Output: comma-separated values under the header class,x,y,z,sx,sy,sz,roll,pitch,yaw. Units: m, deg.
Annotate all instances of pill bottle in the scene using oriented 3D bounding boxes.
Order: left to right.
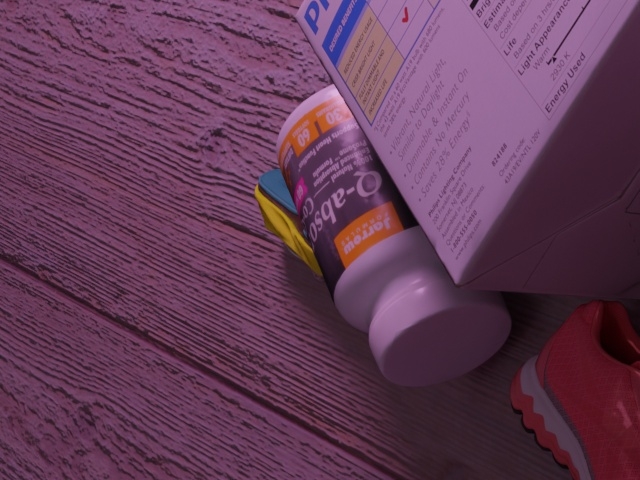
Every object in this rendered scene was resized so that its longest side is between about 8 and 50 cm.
class,x,y,z,sx,sy,sz,roll,pitch,yaw
pill bottle,0.072,-0.010,1.885,0.162,0.162,0.278,-52,46,37

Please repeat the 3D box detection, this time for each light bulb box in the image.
class,x,y,z,sx,sy,sz,roll,pitch,yaw
light bulb box,0.203,-0.200,1.671,0.358,0.225,0.361,-59,42,32

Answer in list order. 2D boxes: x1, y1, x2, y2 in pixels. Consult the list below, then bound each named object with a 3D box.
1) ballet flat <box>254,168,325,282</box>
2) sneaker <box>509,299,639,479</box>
class,x,y,z,sx,sy,sz,roll,pitch,yaw
ballet flat,0.000,0.000,2.072,0.231,0.077,0.077,41,140,52
sneaker,0.269,0.168,1.628,0.136,0.116,0.314,-62,41,27
